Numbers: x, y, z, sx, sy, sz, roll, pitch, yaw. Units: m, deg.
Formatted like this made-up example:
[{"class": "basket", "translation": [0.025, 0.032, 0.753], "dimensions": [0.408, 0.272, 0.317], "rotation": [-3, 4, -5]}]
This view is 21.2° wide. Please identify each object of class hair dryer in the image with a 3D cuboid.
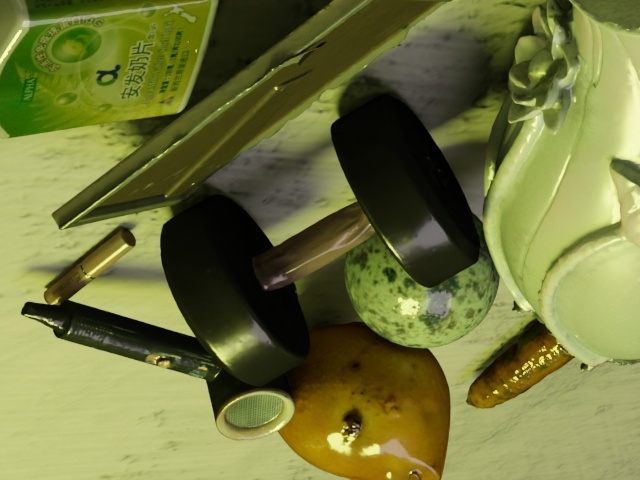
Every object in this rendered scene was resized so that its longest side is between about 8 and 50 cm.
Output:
[{"class": "hair dryer", "translation": [-0.139, 0.075, 1.434], "dimensions": [0.255, 0.128, 0.070], "rotation": [22, 126, -35]}]

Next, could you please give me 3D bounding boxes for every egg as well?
[{"class": "egg", "translation": [0.090, 0.028, 1.475], "dimensions": [0.132, 0.132, 0.172], "rotation": [-28, 164, 9]}]

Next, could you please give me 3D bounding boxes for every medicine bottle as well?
[{"class": "medicine bottle", "translation": [-0.170, -0.131, 1.053], "dimensions": [0.189, 0.088, 0.132], "rotation": [-11, 153, -22]}]

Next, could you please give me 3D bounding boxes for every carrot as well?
[{"class": "carrot", "translation": [0.265, 0.094, 1.785], "dimensions": [0.066, 0.066, 0.314], "rotation": [10, 138, -46]}]

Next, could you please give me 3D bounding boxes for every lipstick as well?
[{"class": "lipstick", "translation": [-0.186, 0.023, 1.380], "dimensions": [0.094, 0.019, 0.019], "rotation": [-38, 149, 25]}]

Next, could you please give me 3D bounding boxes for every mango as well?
[{"class": "mango", "translation": [0.029, 0.138, 1.557], "dimensions": [0.166, 0.136, 0.236], "rotation": [14, -175, -7]}]

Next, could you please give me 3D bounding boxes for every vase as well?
[{"class": "vase", "translation": [0.245, -0.095, 1.268], "dimensions": [0.250, 0.250, 0.445], "rotation": [-19, 147, -7]}]

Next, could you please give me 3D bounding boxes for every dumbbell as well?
[{"class": "dumbbell", "translation": [0.000, 0.000, 1.338], "dimensions": [0.218, 0.152, 0.152], "rotation": [-30, 151, 13]}]

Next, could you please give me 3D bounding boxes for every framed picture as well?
[{"class": "framed picture", "translation": [-0.038, -0.096, 1.198], "dimensions": [0.281, 0.019, 0.209], "rotation": [-35, 175, 19]}]
